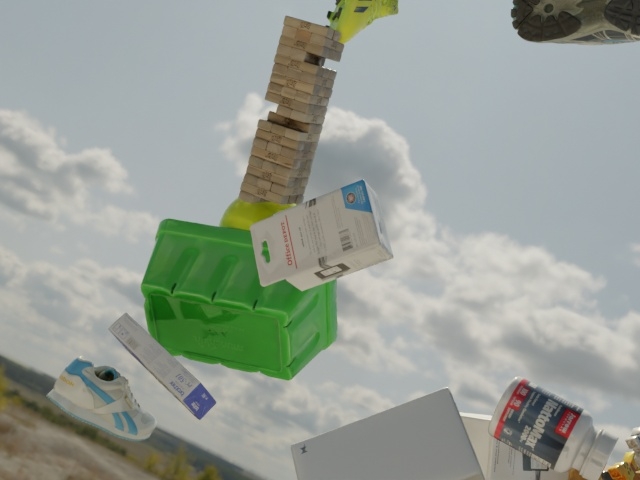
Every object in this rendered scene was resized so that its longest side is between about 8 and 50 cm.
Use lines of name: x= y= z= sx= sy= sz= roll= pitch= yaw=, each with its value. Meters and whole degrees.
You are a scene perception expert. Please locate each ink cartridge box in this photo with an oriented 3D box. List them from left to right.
ink cartridge box: x=-0.275 y=0.218 z=1.538 sx=0.207 sy=0.046 sz=0.097 roll=37 pitch=-17 yaw=29
ink cartridge box: x=0.000 y=0.000 z=1.231 sx=0.180 sy=0.104 sz=0.060 roll=-20 pitch=-26 yaw=17
ink cartridge box: x=0.317 y=0.389 z=1.669 sx=0.198 sy=0.115 sz=0.272 roll=-2 pitch=-12 yaw=45

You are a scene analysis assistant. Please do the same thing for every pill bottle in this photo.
pill bottle: x=0.366 y=0.300 z=1.389 sx=0.180 sy=0.108 sz=0.108 roll=26 pitch=-14 yaw=22

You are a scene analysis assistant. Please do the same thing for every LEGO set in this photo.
LEGO set: x=0.580 y=0.427 z=1.579 sx=0.087 sy=0.093 sz=0.227 roll=-22 pitch=-78 yaw=37

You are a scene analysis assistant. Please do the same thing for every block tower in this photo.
block tower: x=-0.050 y=-0.223 z=1.598 sx=0.097 sy=0.336 sz=0.091 roll=21 pitch=12 yaw=22

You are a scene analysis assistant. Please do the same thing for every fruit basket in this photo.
fruit basket: x=-0.135 y=0.055 z=1.727 sx=0.392 sy=0.392 sz=0.283 roll=18 pitch=-51 yaw=26

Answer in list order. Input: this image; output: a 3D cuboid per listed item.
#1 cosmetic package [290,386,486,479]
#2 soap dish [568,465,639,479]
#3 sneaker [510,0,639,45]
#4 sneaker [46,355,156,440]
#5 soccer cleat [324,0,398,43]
cosmetic package: x=0.108 y=0.340 z=1.179 sx=0.138 sy=0.224 sz=0.225 roll=-108 pitch=174 yaw=-46
soap dish: x=0.614 y=0.548 z=1.702 sx=0.290 sy=0.229 sz=0.118 roll=8 pitch=-24 yaw=-21
sneaker: x=0.396 y=-0.302 z=1.127 sx=0.283 sy=0.110 sz=0.122 roll=9 pitch=10 yaw=37
sneaker: x=-0.349 y=0.271 z=1.496 sx=0.087 sy=0.092 sz=0.228 roll=24 pitch=-11 yaw=39
soccer cleat: x=0.097 y=-0.458 z=1.689 sx=0.121 sy=0.289 sz=0.093 roll=35 pitch=-42 yaw=-12
